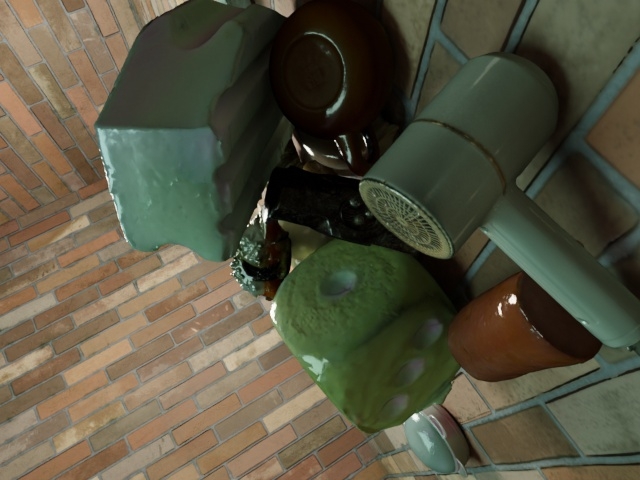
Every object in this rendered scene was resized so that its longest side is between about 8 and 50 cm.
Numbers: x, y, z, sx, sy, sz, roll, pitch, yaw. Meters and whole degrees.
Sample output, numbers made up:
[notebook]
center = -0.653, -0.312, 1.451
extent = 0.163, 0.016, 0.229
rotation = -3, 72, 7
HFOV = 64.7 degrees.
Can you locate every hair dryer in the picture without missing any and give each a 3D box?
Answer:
[hair dryer]
center = 0.220, 0.006, 0.471
extent = 0.357, 0.173, 0.107
rotation = 43, 172, -5

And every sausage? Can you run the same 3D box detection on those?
[sausage]
center = 0.234, 0.114, 0.631
extent = 0.114, 0.113, 0.259
rotation = 58, 164, 14

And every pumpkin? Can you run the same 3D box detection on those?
[pumpkin]
center = -0.083, -0.143, 1.210
extent = 0.279, 0.111, 0.163
rotation = 81, 163, -55

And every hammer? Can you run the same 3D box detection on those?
[hammer]
center = 0.019, -0.097, 0.887
extent = 0.409, 0.242, 0.095
rotation = -114, 37, -69

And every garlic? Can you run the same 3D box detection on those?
[garlic]
center = 0.010, -0.222, 0.817
extent = 0.267, 0.148, 0.128
rotation = 55, -159, 9

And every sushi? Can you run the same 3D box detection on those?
[sushi]
center = -0.107, 0.023, 0.895
extent = 0.097, 0.103, 0.226
rotation = 53, 147, 38

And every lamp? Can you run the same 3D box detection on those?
[lamp]
center = 0.263, 0.476, 1.236
extent = 0.180, 0.107, 0.246
rotation = 66, 166, -1

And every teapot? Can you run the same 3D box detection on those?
[teapot]
center = 0.032, -0.211, 0.686
extent = 0.178, 0.135, 0.252
rotation = -12, 103, 41

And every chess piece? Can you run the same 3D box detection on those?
[chess piece]
center = 0.005, 0.031, 1.026
extent = 0.167, 0.167, 0.300
rotation = 50, 177, 39

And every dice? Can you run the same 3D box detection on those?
[dice]
center = 0.081, 0.153, 0.874
extent = 0.250, 0.252, 0.254
rotation = 55, 173, -34

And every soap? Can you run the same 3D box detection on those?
[soap]
center = -0.144, -0.206, 0.749
extent = 0.446, 0.156, 0.261
rotation = -74, -13, -52

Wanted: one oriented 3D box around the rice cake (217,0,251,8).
[rice cake]
center = -0.177, -0.490, 1.002
extent = 0.069, 0.063, 0.207
rotation = 51, 162, 43
